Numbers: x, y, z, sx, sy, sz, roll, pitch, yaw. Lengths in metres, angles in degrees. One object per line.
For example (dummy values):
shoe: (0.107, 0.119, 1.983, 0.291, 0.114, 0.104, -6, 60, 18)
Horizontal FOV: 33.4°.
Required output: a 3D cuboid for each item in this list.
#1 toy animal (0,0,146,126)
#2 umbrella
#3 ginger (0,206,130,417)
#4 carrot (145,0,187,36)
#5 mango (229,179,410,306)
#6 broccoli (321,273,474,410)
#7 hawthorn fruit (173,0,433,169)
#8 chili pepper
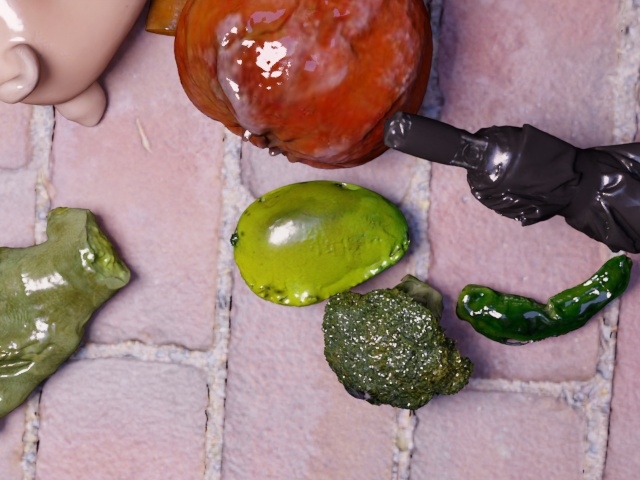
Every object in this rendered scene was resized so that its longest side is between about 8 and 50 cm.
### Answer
toy animal: (-0.269, -0.267, 1.023, 0.212, 0.195, 0.256, 31, 97, 9)
umbrella: (0.208, -0.062, 0.983, 0.340, 0.118, 0.118, 15, 94, -26)
ginger: (-0.319, 0.086, 1.099, 0.137, 0.089, 0.290, 35, 100, -17)
carrot: (-0.139, -0.312, 1.080, 0.061, 0.061, 0.210, 5, 90, 3)
mango: (0.000, -0.001, 1.067, 0.178, 0.100, 0.119, -9, 108, -2)
broccoli: (0.073, 0.106, 1.052, 0.145, 0.138, 0.162, 7, 135, 37)
hawthorn fruit: (0.002, -0.206, 0.992, 0.241, 0.242, 0.272, 27, 88, 1)
chili pepper: (0.229, 0.065, 1.078, 0.182, 0.050, 0.073, -14, 96, 6)
